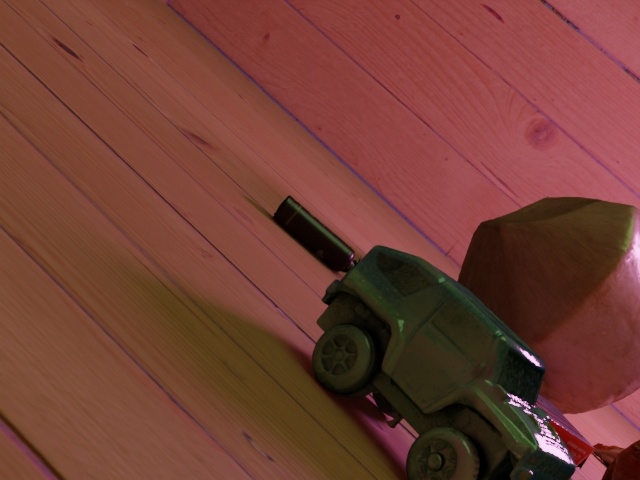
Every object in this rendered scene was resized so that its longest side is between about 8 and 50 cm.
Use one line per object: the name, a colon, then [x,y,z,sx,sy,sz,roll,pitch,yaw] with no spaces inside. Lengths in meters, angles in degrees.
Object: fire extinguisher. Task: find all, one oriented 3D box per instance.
fire extinguisher: [0.000,0.000,1.897,0.158,0.043,0.064,41,-36,-6]

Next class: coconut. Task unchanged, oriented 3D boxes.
coconut: [0.418,0.090,2.214,0.415,0.415,0.344,38,5,-25]

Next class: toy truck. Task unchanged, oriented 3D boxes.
toy truck: [0.117,0.136,1.219,0.279,0.156,0.155,45,8,36]

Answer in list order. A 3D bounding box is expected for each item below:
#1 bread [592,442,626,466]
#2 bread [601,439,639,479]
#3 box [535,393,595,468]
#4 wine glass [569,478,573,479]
bread: [0.629,0.444,2.377,0.269,0.095,0.139,34,2,-25]
bread: [0.481,0.356,1.852,0.160,0.160,0.073,36,12,-40]
box: [0.327,0.269,1.979,0.229,0.050,0.123,35,11,-45]
wine glass: [0.309,0.319,1.635,0.039,0.042,0.083,-6,34,-24]
